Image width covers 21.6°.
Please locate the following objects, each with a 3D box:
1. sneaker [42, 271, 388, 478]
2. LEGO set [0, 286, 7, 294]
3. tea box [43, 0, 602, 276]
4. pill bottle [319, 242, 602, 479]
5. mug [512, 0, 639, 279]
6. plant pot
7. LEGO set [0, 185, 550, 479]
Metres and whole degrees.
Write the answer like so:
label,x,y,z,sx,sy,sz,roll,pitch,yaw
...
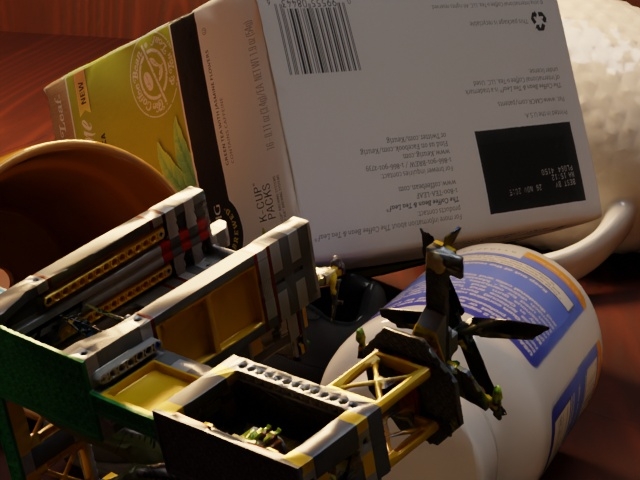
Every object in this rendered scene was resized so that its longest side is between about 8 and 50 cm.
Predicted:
label,x,y,z,sx,sy,sz,roll,pitch,yaw
sneaker,-0.067,0.089,1.174,0.286,0.130,0.109,-12,23,-39
LEGO set,-0.353,0.058,1.448,0.182,0.060,0.244,23,24,23
tea box,-0.003,-0.075,1.417,0.329,0.220,0.323,-8,-6,-40
pill bottle,0.086,0.103,1.097,0.152,0.152,0.272,8,16,20
mug,0.228,-0.091,1.698,0.328,0.276,0.374,16,50,22
plant pot,-0.217,0.033,1.275,0.205,0.205,0.188,-7,2,-30
LEGO set,-0.018,0.107,0.882,0.331,0.255,0.192,8,31,45
